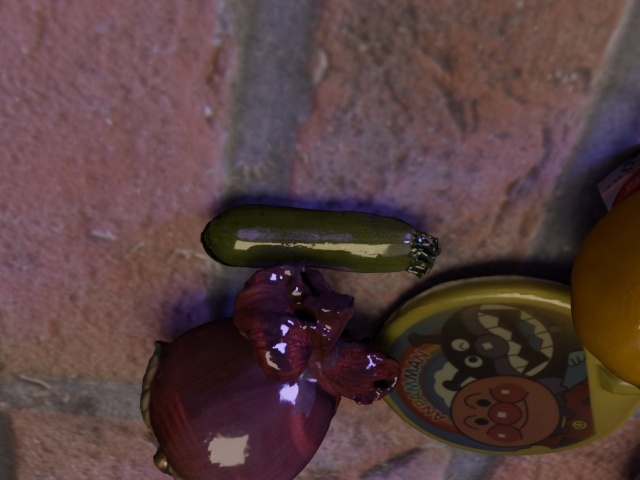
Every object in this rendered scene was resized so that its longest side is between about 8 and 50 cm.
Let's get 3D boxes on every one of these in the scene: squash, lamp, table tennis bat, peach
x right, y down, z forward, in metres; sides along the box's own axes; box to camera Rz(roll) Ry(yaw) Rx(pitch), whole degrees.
[{"bbox_3d":[0.000,0.000,0.701,0.184,0.052,0.052,4,130,-1],"label":"squash"},{"bbox_3d":[-0.061,0.116,0.743,0.223,0.151,0.215,-49,150,-1],"label":"lamp"},{"bbox_3d":[0.222,0.111,0.770,0.369,0.054,0.224,-6,129,18],"label":"table tennis bat"},{"bbox_3d":[0.265,0.034,0.630,0.179,0.103,0.179,0,119,1],"label":"peach"}]

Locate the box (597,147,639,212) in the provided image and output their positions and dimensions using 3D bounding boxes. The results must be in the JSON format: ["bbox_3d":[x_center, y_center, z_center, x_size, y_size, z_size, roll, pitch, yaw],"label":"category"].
[{"bbox_3d":[0.310,0.003,0.707,0.218,0.039,0.055,31,123,-23],"label":"box"}]

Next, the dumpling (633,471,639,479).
[{"bbox_3d":[0.367,0.273,0.894,0.136,0.118,0.199,0,152,3],"label":"dumpling"}]
